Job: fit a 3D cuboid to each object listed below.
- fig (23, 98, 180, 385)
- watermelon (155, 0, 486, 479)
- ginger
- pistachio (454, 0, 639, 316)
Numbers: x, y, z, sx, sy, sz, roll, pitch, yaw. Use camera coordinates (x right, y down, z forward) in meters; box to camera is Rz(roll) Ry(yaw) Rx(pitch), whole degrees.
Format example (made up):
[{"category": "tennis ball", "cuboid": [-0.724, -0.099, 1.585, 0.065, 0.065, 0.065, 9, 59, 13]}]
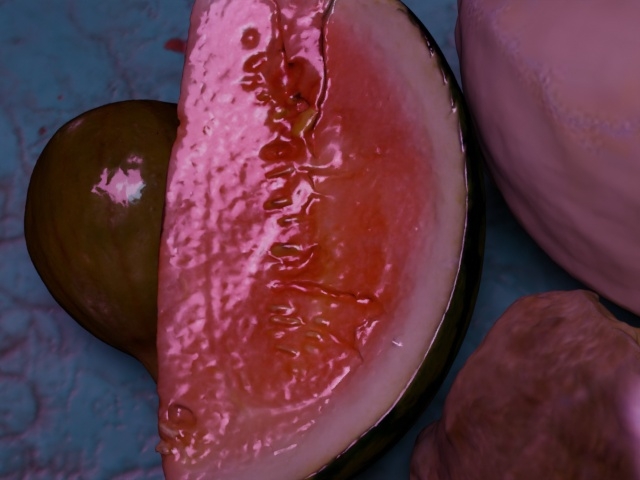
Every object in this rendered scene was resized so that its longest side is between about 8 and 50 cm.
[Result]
[{"category": "fig", "cuboid": [-0.073, 0.040, 0.894, 0.124, 0.124, 0.236, -21, 87, 1]}, {"category": "watermelon", "cuboid": [0.023, -0.002, 0.822, 0.128, 0.159, 0.303, -15, 66, 53]}, {"category": "ginger", "cuboid": [0.143, 0.156, 0.775, 0.276, 0.130, 0.221, 31, 101, 34]}, {"category": "pistachio", "cuboid": [0.198, -0.066, 0.816, 0.332, 0.208, 0.226, 20, 88, 33]}]
